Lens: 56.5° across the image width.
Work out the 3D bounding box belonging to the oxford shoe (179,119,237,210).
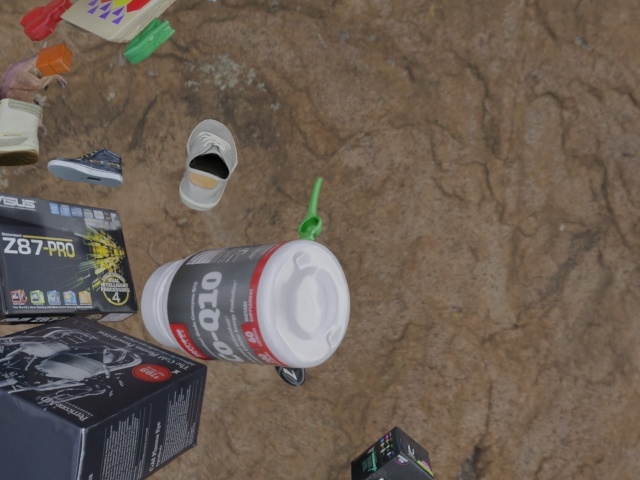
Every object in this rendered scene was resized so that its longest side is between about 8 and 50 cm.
[{"bbox_3d":[-0.335,-0.265,1.843,0.169,0.130,0.449,17,36,-13],"label":"oxford shoe"}]

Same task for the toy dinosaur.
[{"bbox_3d":[-0.834,-0.414,1.627,0.200,0.127,0.296,16,107,-54],"label":"toy dinosaur"}]

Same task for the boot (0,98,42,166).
[{"bbox_3d":[-0.777,-0.257,1.415,0.213,0.077,0.165,-3,62,-11],"label":"boot"}]

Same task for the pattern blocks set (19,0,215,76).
[{"bbox_3d":[-0.252,-0.312,0.775,0.285,0.325,0.026,-41,137,-6],"label":"pattern blocks set"}]

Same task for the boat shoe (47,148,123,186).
[{"bbox_3d":[-0.588,-0.192,1.496,0.183,0.065,0.083,12,61,-40],"label":"boat shoe"}]

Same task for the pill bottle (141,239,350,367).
[{"bbox_3d":[-0.114,0.089,0.827,0.161,0.283,0.161,8,79,-48],"label":"pill bottle"}]

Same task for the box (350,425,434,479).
[{"bbox_3d":[0.087,0.284,0.734,0.062,0.052,0.083,43,105,-14],"label":"box"}]

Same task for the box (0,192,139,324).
[{"bbox_3d":[-0.682,0.056,1.557,0.395,0.097,0.318,11,56,-57],"label":"box"}]

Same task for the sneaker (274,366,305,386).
[{"bbox_3d":[-0.071,0.250,1.322,0.067,0.078,0.188,-17,114,-15],"label":"sneaker"}]

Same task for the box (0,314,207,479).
[{"bbox_3d":[-0.438,0.294,1.066,0.343,0.312,0.179,15,103,22],"label":"box"}]

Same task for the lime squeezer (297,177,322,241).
[{"bbox_3d":[0.000,0.000,1.241,0.109,0.058,0.311,4,68,-42],"label":"lime squeezer"}]
